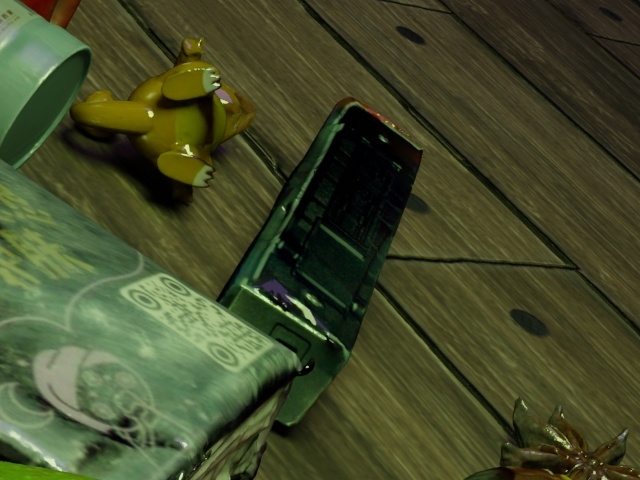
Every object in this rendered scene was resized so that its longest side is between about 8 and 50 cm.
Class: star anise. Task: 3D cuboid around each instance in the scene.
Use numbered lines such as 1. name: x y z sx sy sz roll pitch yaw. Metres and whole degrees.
1. star anise: 0.177 0.157 1.215 0.141 0.042 0.141 21 26 -11

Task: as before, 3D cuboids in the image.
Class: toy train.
1. toy train: 0.000 0.000 1.275 0.086 0.089 0.409 33 22 -3

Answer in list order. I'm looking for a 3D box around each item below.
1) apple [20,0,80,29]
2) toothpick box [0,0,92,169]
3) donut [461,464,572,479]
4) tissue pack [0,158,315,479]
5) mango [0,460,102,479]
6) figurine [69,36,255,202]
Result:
1. apple: -0.254 -0.186 1.252 0.168 0.181 0.181 30 23 3
2. toothpick box: -0.227 -0.120 1.081 0.153 0.101 0.101 35 24 5
3. donut: 0.142 0.221 0.982 0.216 0.096 0.230 27 23 1
4. tissue pack: -0.204 0.036 0.939 0.361 0.122 0.259 31 21 8
5. mango: -0.085 0.193 0.661 0.382 0.201 0.225 29 43 25
6. figurine: -0.120 -0.093 1.345 0.122 0.121 0.176 3 7 8
